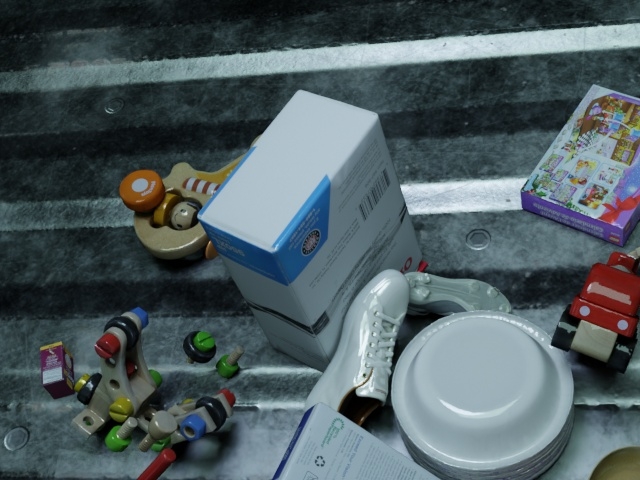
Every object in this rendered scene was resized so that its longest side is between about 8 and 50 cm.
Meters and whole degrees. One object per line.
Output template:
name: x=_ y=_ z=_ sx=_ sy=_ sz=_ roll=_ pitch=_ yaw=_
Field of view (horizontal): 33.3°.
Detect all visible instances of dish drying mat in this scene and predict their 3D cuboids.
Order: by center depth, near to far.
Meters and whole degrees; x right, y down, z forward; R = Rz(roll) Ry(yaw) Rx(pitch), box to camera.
dish drying mat: x=0.152 y=0.037 z=1.937 sx=0.083 sy=0.008 sz=0.032 roll=24 pitch=62 yaw=29

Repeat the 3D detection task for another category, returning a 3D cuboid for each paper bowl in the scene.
paper bowl: x=0.253 y=0.235 z=1.676 sx=0.284 sy=0.148 sz=0.284 roll=-7 pitch=51 yaw=9

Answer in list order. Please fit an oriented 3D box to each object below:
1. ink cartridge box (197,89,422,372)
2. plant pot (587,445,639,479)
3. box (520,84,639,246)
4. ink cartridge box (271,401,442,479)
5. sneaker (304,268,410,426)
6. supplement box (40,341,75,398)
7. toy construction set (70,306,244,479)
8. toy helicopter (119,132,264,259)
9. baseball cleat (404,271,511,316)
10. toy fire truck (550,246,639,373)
ink cartridge box: x=0.000 y=0.000 z=1.756 sx=0.166 sy=0.395 sz=0.285 roll=23 pitch=64 yaw=31
plant pot: x=0.465 y=0.406 z=1.503 sx=0.236 sy=0.032 sz=0.236 roll=11 pitch=57 yaw=-18
box: x=0.522 y=-0.143 z=1.948 sx=0.201 sy=0.057 sz=0.293 roll=24 pitch=63 yaw=29
ink cartridge box: x=0.058 y=0.453 z=1.537 sx=0.330 sy=0.071 sz=0.324 roll=35 pitch=54 yaw=-7
sneaker: x=0.088 y=0.192 z=1.721 sx=0.123 sy=0.106 sz=0.290 roll=28 pitch=93 yaw=51
supplement box: x=-0.472 y=0.233 z=1.918 sx=0.043 sy=0.055 sz=0.083 roll=-16 pitch=52 yaw=2
toy construction set: x=-0.298 y=0.297 z=1.751 sx=0.237 sy=0.257 sz=0.309 roll=-49 pitch=22 yaw=31
toy helicopter: x=-0.188 y=-0.087 z=2.041 sx=0.355 sy=0.140 sz=0.235 roll=-37 pitch=56 yaw=-17
baseball cleat: x=0.220 y=0.101 z=1.833 sx=0.206 sy=0.109 sz=0.072 roll=18 pitch=67 yaw=-9
toy fire truck: x=0.477 y=0.068 z=1.650 sx=0.158 sy=0.217 sz=0.246 roll=21 pitch=98 yaw=15
